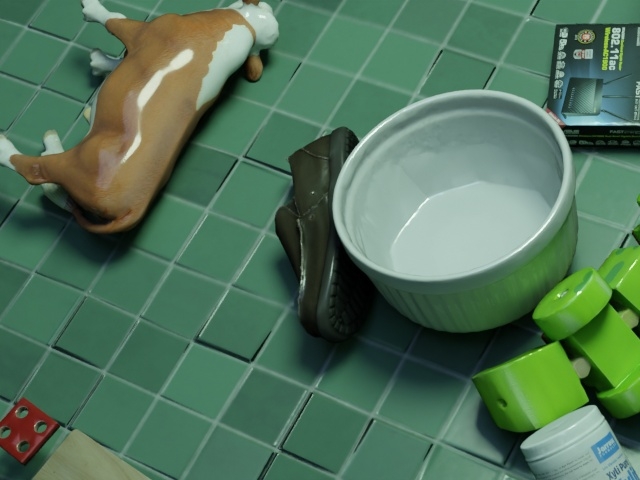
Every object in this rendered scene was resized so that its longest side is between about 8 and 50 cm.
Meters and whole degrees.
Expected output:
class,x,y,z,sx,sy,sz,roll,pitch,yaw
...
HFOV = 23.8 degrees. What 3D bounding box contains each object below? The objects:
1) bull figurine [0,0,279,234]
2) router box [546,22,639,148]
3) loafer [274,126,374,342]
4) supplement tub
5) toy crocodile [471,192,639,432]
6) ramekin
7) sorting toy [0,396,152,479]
class,x,y,z,sx,sy,sz,roll,pitch,yaw
bull figurine,-0.173,-0.146,1.482,0.188,0.101,0.310,16,62,27
router box,0.259,-0.143,1.404,0.092,0.038,0.122,2,59,15
loafer,0.000,0.000,1.367,0.078,0.080,0.220,-13,49,22
supplement tub,0.208,0.189,1.166,0.071,0.071,0.107,-30,89,-5
toy crocodile,0.269,0.036,1.258,0.340,0.105,0.115,-44,99,-14
ramekin,0.124,-0.018,1.306,0.207,0.109,0.207,-12,50,14
sorting toy,-0.201,0.244,1.275,0.274,0.046,0.132,28,69,27
